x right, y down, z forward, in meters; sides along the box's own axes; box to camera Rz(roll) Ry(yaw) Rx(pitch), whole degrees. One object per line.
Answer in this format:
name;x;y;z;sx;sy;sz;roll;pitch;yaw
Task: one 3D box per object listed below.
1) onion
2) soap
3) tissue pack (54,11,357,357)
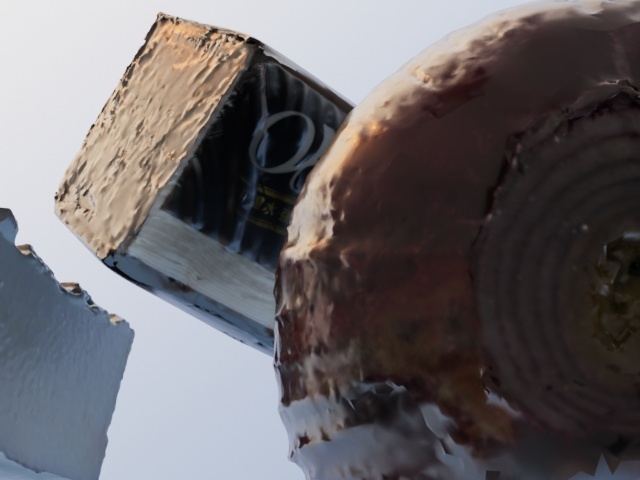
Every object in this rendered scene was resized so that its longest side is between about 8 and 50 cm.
onion;0.122;0.005;0.543;0.336;0.282;0.260;-21;-99;9
soap;-0.327;0.097;0.783;0.302;0.258;0.159;-3;-112;15
tissue pack;0.000;0.000;0.834;0.198;0.370;0.210;-60;-146;-2
